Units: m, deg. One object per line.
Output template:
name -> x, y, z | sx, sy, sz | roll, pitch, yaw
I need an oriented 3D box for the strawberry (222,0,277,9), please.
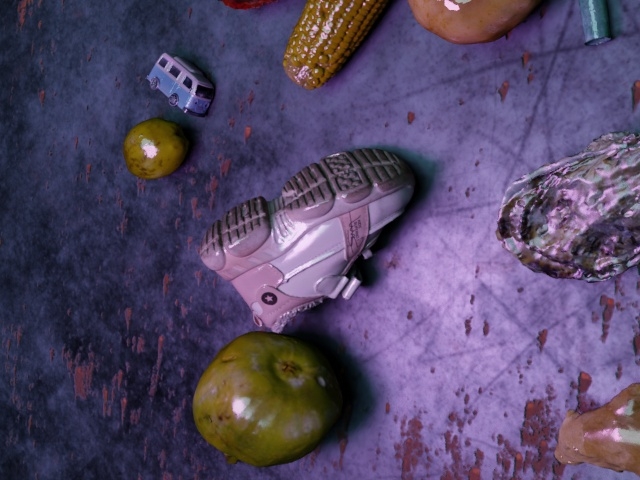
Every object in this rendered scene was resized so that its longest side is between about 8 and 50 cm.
strawberry -> -0.102, -0.448, 1.468 | 0.192, 0.085, 0.140 | -18, 75, 26

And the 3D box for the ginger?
ginger -> 0.495, 0.240, 1.100 | 0.348, 0.122, 0.363 | 25, 115, 20

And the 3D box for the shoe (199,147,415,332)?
shoe -> 0.001, -0.002, 1.389 | 0.351, 0.172, 0.198 | -23, 116, 13

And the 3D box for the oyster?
oyster -> 0.398, -0.061, 1.149 | 0.351, 0.158, 0.162 | -28, 120, 23

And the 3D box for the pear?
pear -> -0.301, -0.166, 1.596 | 0.131, 0.107, 0.107 | -19, 82, 24

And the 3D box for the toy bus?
toy bus -> -0.246, -0.281, 1.582 | 0.123, 0.060, 0.075 | 41, 109, 27

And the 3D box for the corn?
corn -> 0.045, -0.379, 1.361 | 0.119, 0.119, 0.322 | 47, 119, 22

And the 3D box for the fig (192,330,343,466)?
fig -> -0.114, 0.285, 1.424 | 0.314, 0.233, 0.233 | -44, 70, 23

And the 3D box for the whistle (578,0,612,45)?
whistle -> 0.365, -0.361, 1.204 | 0.039, 0.039, 0.186 | -9, 87, 32

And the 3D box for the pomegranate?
pomegranate -> 0.210, -0.371, 1.212 | 0.207, 0.207, 0.207 | 2, 93, 32
